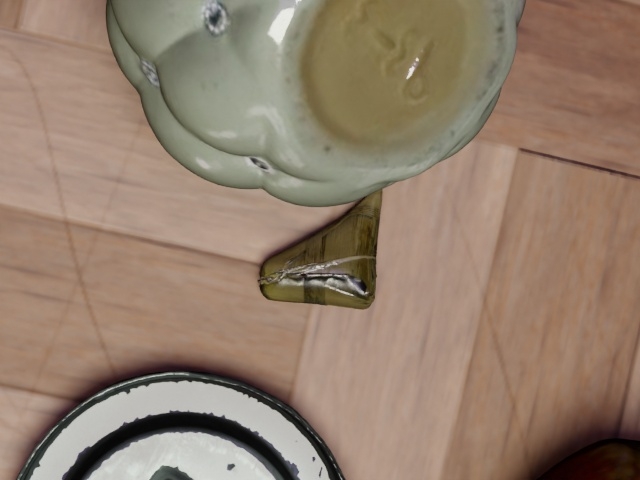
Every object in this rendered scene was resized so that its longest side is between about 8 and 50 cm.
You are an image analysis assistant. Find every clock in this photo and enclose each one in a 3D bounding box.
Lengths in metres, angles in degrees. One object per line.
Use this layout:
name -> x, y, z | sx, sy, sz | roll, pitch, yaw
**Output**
clock -> -0.090, 0.192, 1.132 | 0.226, 0.049, 0.226 | -1, 94, -9

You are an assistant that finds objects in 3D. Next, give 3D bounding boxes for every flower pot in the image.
flower pot -> -0.002, -0.138, 1.028 | 0.246, 0.195, 0.246 | -13, 120, -23

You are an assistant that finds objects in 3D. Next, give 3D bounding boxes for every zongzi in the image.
zongzi -> 0.000, 0.000, 1.145 | 0.076, 0.040, 0.083 | 5, 80, -2

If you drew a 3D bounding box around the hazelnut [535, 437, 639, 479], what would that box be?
hazelnut -> 0.222, 0.229, 1.118 | 0.234, 0.218, 0.218 | 34, 87, 11
